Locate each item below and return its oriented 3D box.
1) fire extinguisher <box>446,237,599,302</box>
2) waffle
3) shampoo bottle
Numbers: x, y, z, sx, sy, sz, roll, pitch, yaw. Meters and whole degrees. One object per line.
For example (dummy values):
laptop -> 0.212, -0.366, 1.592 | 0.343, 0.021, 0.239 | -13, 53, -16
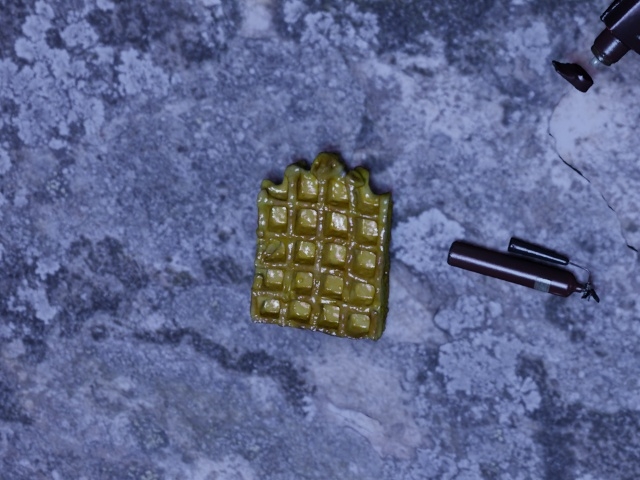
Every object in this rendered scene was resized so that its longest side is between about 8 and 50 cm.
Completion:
fire extinguisher -> 0.228, 0.028, 1.574 | 0.173, 0.035, 0.049 | 16, 74, 12
waffle -> 0.000, 0.000, 1.619 | 0.160, 0.055, 0.211 | 7, 110, 14
shampoo bottle -> 0.335, -0.241, 1.427 | 0.068, 0.067, 0.236 | 39, 115, -8
